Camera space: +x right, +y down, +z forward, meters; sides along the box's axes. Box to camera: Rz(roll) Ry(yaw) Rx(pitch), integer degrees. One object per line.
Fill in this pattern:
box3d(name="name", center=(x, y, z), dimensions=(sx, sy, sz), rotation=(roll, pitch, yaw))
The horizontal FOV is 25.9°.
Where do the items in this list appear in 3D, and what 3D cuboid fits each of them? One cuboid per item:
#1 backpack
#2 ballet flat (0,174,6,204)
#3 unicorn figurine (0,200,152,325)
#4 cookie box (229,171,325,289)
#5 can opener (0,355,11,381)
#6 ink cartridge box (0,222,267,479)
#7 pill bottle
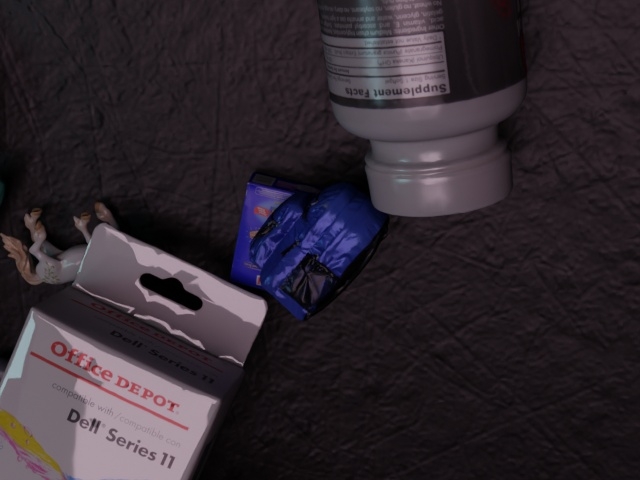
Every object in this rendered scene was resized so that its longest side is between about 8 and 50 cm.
box3d(name="backpack", center=(0.000, 0.000, 1.300), dimensions=(0.101, 0.098, 0.120), rotation=(42, 108, -7))
box3d(name="ballet flat", center=(-0.405, 0.014, 1.427), dimensions=(0.247, 0.083, 0.087), rotation=(-27, 78, 23))
box3d(name="unicorn figurine", center=(-0.239, 0.020, 1.421), dimensions=(0.162, 0.060, 0.111), rotation=(2, 119, 25))
box3d(name="cookie box", center=(-0.036, -0.003, 1.377), dimensions=(0.092, 0.040, 0.107), rotation=(14, 110, 4))
box3d(name="can opener", center=(-0.261, 0.237, 1.470), dimensions=(0.283, 0.076, 0.095), rotation=(39, 98, 3))
box3d(name="ink cartridge box", center=(-0.211, 0.184, 1.351), dimensions=(0.207, 0.119, 0.353), rotation=(25, 102, 4))
box3d(name="pill bottle", center=(0.088, -0.190, 1.217), dimensions=(0.176, 0.176, 0.318), rotation=(-4, 108, 12))
